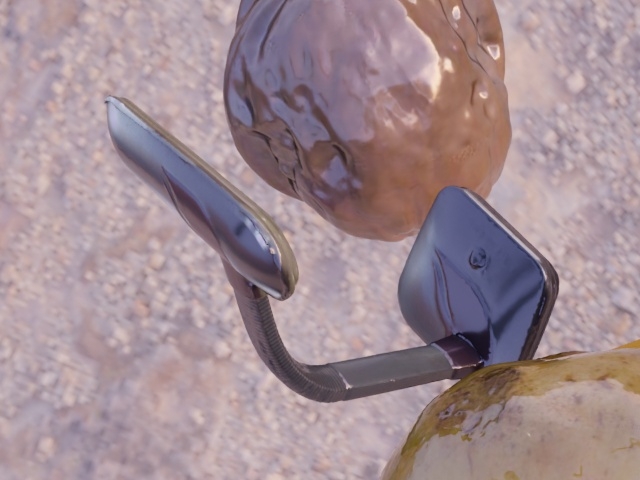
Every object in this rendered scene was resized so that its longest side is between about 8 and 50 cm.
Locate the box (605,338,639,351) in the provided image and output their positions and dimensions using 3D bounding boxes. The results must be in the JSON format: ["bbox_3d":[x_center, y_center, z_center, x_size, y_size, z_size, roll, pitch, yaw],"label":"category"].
[{"bbox_3d":[0.296,0.272,1.405,0.213,0.284,0.259,-18,26,-15],"label":"box"}]

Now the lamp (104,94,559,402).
[{"bbox_3d":[-0.005,0.005,0.998,0.203,0.283,0.124,48,117,37],"label":"lamp"}]

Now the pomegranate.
[{"bbox_3d":[0.150,0.176,0.870,0.260,0.260,0.260,-12,65,28],"label":"pomegranate"}]

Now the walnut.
[{"bbox_3d":[0.041,-0.131,1.373,0.273,0.273,0.227,29,60,36],"label":"walnut"}]
